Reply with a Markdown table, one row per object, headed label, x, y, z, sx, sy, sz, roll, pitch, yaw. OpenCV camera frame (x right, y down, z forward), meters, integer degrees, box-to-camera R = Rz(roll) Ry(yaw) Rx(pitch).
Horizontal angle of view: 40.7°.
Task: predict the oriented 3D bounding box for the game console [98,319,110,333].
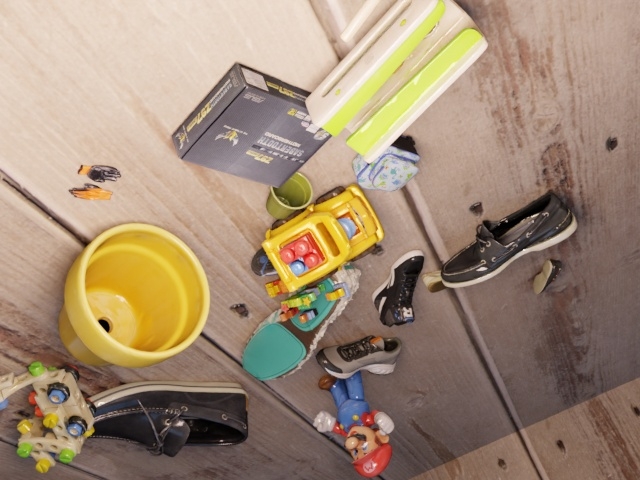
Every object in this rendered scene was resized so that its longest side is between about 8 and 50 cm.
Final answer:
| label | x | y | z | sx | sy | sz | roll | pitch | yaw |
| --- | --- | --- | --- | --- | --- | --- | --- | --- | --- |
| game console | -0.418 | 0.154 | 1.819 | 0.122 | 0.071 | 0.107 | -36 | 176 | 24 |

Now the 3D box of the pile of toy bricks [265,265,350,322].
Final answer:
| label | x | y | z | sx | sy | sz | roll | pitch | yaw |
| --- | --- | --- | --- | --- | --- | --- | --- | --- | --- |
| pile of toy bricks | -0.042 | 0.121 | 1.834 | 0.212 | 0.118 | 0.105 | -17 | -172 | 37 |

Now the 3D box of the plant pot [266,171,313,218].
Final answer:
| label | x | y | z | sx | sy | sz | roll | pitch | yaw |
| --- | --- | --- | --- | --- | --- | --- | --- | --- | --- |
| plant pot | -0.067 | -0.079 | 1.626 | 0.083 | 0.083 | 0.079 | -5 | 157 | -25 |

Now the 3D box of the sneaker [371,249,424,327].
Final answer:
| label | x | y | z | sx | sy | sz | roll | pitch | yaw |
| --- | --- | --- | --- | --- | --- | --- | --- | --- | --- |
| sneaker | 0.207 | 0.128 | 2.060 | 0.079 | 0.121 | 0.217 | -3 | 144 | -29 |

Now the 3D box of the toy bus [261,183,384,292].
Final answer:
| label | x | y | z | sx | sy | sz | roll | pitch | yaw |
| --- | --- | --- | --- | --- | --- | --- | --- | --- | --- |
| toy bus | 0.000 | 0.000 | 1.632 | 0.220 | 0.149 | 0.211 | -29 | -177 | 9 |

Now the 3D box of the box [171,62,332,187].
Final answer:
| label | x | y | z | sx | sy | sz | roll | pitch | yaw |
| --- | --- | --- | --- | --- | --- | --- | --- | --- | --- |
| box | -0.103 | -0.185 | 1.448 | 0.233 | 0.059 | 0.183 | 15 | 134 | -45 |

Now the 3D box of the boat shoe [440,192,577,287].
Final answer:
| label | x | y | z | sx | sy | sz | roll | pitch | yaw |
| --- | --- | --- | --- | --- | --- | --- | --- | --- | --- |
| boat shoe | 0.418 | -0.007 | 2.003 | 0.340 | 0.127 | 0.113 | -25 | 120 | 19 |

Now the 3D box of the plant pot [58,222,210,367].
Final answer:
| label | x | y | z | sx | sy | sz | roll | pitch | yaw |
| --- | --- | --- | --- | --- | --- | --- | --- | --- | --- |
| plant pot | -0.369 | 0.127 | 1.608 | 0.254 | 0.254 | 0.239 | 3 | 156 | -35 |

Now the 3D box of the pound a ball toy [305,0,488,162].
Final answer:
| label | x | y | z | sx | sy | sz | roll | pitch | yaw |
| --- | --- | --- | --- | --- | --- | --- | --- | --- | --- |
| pound a ball toy | 0.099 | -0.307 | 1.334 | 0.208 | 0.135 | 0.319 | 32 | 115 | -30 |

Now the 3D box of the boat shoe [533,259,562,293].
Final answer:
| label | x | y | z | sx | sy | sz | roll | pitch | yaw |
| --- | --- | --- | --- | --- | --- | --- | --- | --- | --- |
| boat shoe | 0.616 | 0.102 | 2.343 | 0.042 | 0.049 | 0.133 | -2 | 140 | -16 |

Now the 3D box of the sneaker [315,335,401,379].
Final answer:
| label | x | y | z | sx | sy | sz | roll | pitch | yaw |
| --- | --- | --- | --- | --- | --- | --- | --- | --- | --- |
| sneaker | 0.103 | 0.299 | 2.300 | 0.272 | 0.100 | 0.108 | 0 | 129 | -37 |

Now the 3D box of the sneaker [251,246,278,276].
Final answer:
| label | x | y | z | sx | sy | sz | roll | pitch | yaw |
| --- | --- | --- | --- | --- | --- | --- | --- | --- | --- |
| sneaker | -0.041 | 0.031 | 1.798 | 0.211 | 0.080 | 0.081 | -20 | 147 | -2 |

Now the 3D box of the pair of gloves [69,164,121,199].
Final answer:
| label | x | y | z | sx | sy | sz | roll | pitch | yaw |
| --- | --- | --- | --- | --- | --- | --- | --- | --- | --- |
| pair of gloves | -0.381 | -0.098 | 1.457 | 0.074 | 0.010 | 0.083 | 5 | 137 | -35 |

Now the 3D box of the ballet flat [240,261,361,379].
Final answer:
| label | x | y | z | sx | sy | sz | roll | pitch | yaw |
| --- | --- | --- | --- | --- | --- | --- | --- | --- | --- |
| ballet flat | -0.033 | 0.188 | 2.008 | 0.147 | 0.147 | 0.409 | 6 | 140 | -38 |

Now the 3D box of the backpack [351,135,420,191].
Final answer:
| label | x | y | z | sx | sy | sz | roll | pitch | yaw |
| --- | --- | --- | --- | --- | --- | --- | --- | --- | --- |
| backpack | 0.121 | -0.142 | 1.630 | 0.105 | 0.084 | 0.114 | 13 | 137 | -40 |

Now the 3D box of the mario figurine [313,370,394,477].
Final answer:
| label | x | y | z | sx | sy | sz | roll | pitch | yaw |
| --- | --- | --- | --- | --- | --- | --- | --- | --- | --- |
| mario figurine | 0.087 | 0.491 | 2.350 | 0.170 | 0.320 | 0.198 | -11 | 147 | -19 |

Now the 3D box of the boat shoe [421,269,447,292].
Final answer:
| label | x | y | z | sx | sy | sz | roll | pitch | yaw |
| --- | --- | --- | --- | --- | --- | --- | --- | --- | --- |
| boat shoe | 0.325 | 0.088 | 2.157 | 0.153 | 0.048 | 0.056 | -16 | 137 | -22 |

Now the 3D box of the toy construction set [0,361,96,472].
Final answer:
| label | x | y | z | sx | sy | sz | roll | pitch | yaw |
| --- | --- | --- | --- | --- | --- | --- | --- | --- | --- |
| toy construction set | -0.624 | 0.377 | 1.906 | 0.215 | 0.151 | 0.327 | -7 | 137 | 14 |

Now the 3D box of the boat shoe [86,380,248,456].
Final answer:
| label | x | y | z | sx | sy | sz | roll | pitch | yaw |
| --- | --- | --- | --- | --- | --- | --- | --- | --- | --- |
| boat shoe | -0.393 | 0.455 | 2.162 | 0.500 | 0.156 | 0.187 | 5 | 141 | -35 |
